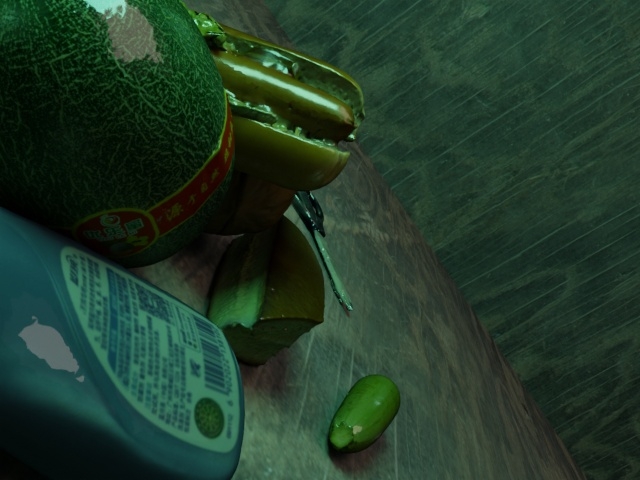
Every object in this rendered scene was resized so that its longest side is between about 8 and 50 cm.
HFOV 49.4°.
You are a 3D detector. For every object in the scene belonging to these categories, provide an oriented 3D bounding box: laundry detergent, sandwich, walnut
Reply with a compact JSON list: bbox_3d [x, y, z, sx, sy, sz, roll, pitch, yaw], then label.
[{"bbox_3d":[-0.165,0.053,0.385,0.290,0.094,0.144,41,28,-40],"label":"laundry detergent"},{"bbox_3d":[-0.055,0.055,0.735,0.096,0.094,0.258,47,18,-19],"label":"sandwich"},{"bbox_3d":[-0.107,-0.094,0.748,0.167,0.167,0.207,44,15,-42],"label":"walnut"}]

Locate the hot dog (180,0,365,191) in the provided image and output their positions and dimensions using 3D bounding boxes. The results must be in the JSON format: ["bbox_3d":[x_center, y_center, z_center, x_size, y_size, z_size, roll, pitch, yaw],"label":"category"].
[{"bbox_3d":[-0.125,-0.150,0.624,0.337,0.135,0.100,21,-24,3],"label":"hot dog"}]

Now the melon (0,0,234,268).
[{"bbox_3d":[-0.151,-0.083,0.462,0.288,0.182,0.182,80,-14,-64],"label":"melon"}]

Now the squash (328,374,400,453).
[{"bbox_3d":[0.052,0.206,0.832,0.066,0.066,0.201,59,17,8],"label":"squash"}]

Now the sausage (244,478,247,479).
[{"bbox_3d":[0.011,0.303,0.538,0.269,0.032,0.033,58,14,4],"label":"sausage"}]

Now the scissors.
[{"bbox_3d":[0.000,0.000,1.195,0.109,0.022,0.300,34,28,-50],"label":"scissors"}]
